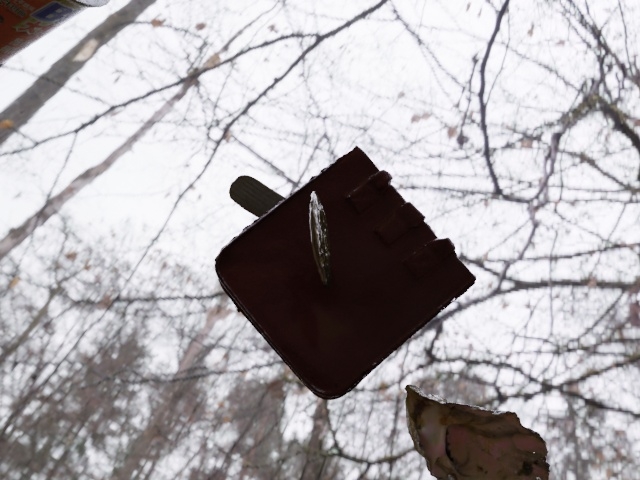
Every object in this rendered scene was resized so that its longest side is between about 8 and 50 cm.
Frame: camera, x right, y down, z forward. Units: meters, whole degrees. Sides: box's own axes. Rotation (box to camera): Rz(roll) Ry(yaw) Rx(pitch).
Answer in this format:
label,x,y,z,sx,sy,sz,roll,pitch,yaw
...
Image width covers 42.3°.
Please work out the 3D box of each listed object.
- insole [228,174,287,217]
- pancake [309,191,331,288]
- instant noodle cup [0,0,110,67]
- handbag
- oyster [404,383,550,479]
label,x,y,z,sx,sy,sz,roll,pitch,yaw
insole,-0.049,-0.031,1.176,0.188,0.064,0.004,35,-8,6
pancake,0.001,0.000,0.951,0.011,0.115,0.115,-6,-59,7
instant noodle cup,-0.501,-0.415,1.268,0.214,0.296,0.296,-34,-72,20
handbag,0.030,0.044,1.103,0.260,0.275,0.084,47,-13,12
oyster,0.191,0.263,1.041,0.209,0.072,0.132,13,-81,-10
